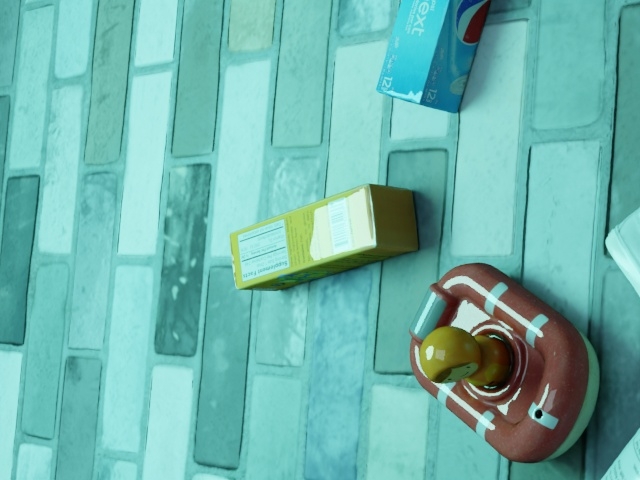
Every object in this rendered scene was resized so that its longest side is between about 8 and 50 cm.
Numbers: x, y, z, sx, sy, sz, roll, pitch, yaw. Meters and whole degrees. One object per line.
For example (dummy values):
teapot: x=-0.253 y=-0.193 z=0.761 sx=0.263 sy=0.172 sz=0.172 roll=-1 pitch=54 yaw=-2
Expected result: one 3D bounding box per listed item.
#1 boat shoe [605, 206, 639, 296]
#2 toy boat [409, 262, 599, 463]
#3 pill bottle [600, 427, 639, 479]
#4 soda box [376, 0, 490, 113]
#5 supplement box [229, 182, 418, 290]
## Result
boat shoe: x=0.335 y=0.040 z=1.278 sx=0.063 sy=0.066 sz=0.184 roll=-53 pitch=41 yaw=26
toy boat: x=0.158 y=0.119 z=1.373 sx=0.231 sy=0.151 sz=0.151 roll=38 pitch=111 yaw=42
pill bottle: x=0.301 y=0.262 z=1.201 sx=0.160 sy=0.160 sz=0.283 roll=49 pitch=117 yaw=38
soda box: x=0.134 y=-0.250 z=1.517 sx=0.071 sy=0.067 sz=0.210 roll=23 pitch=100 yaw=44
supplement box: x=0.000 y=0.000 z=1.606 sx=0.233 sy=0.078 sz=0.080 roll=-16 pitch=76 yaw=43
